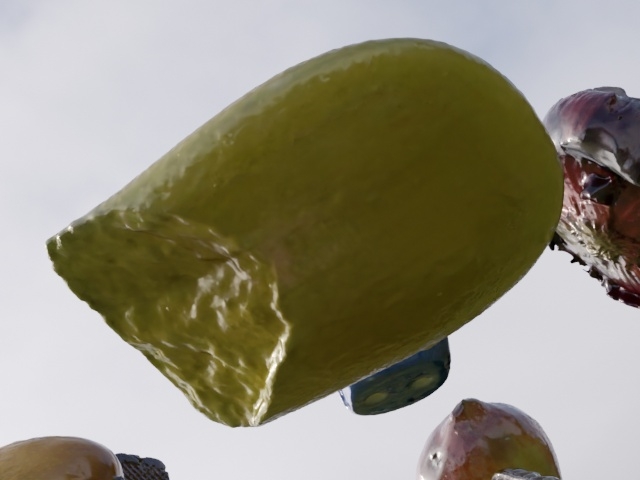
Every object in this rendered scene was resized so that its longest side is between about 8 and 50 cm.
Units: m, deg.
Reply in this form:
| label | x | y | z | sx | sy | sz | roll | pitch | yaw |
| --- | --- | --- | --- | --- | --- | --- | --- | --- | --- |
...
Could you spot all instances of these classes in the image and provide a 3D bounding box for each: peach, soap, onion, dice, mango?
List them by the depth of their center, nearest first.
| label | x | y | z | sx | sy | sz | roll | pitch | yaw |
| --- | --- | --- | --- | --- | --- | --- | --- | --- | --- |
| soap | 0.000 | 0.002 | 1.370 | 0.427 | 0.115 | 0.306 | -32 | -61 | 16 |
| onion | 0.344 | -0.065 | 1.664 | 0.195 | 0.272 | 0.272 | -46 | -26 | -24 |
| mango | -0.389 | 0.334 | 1.882 | 0.359 | 0.187 | 0.144 | -24 | -64 | 8 |
| dice | 0.079 | 0.130 | 2.035 | 0.146 | 0.146 | 0.143 | -15 | -28 | -9 |
| peach | 0.255 | 0.351 | 2.489 | 0.232 | 0.232 | 0.257 | -32 | -70 | -6 |

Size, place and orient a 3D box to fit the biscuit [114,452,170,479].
| label | x | y | z | sx | sy | sz | roll | pitch | yaw |
| --- | --- | --- | --- | --- | --- | --- | --- | --- | --- |
| biscuit | -0.251 | 0.493 | 2.349 | 0.107 | 0.388 | 0.073 | 16 | -45 | -40 |

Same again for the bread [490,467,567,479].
| label | x | y | z | sx | sy | sz | roll | pitch | yaw |
| --- | --- | --- | --- | --- | --- | --- | --- | --- | --- |
| bread | 0.330 | 0.363 | 2.172 | 0.077 | 0.367 | 0.084 | 37 | -104 | -18 |
